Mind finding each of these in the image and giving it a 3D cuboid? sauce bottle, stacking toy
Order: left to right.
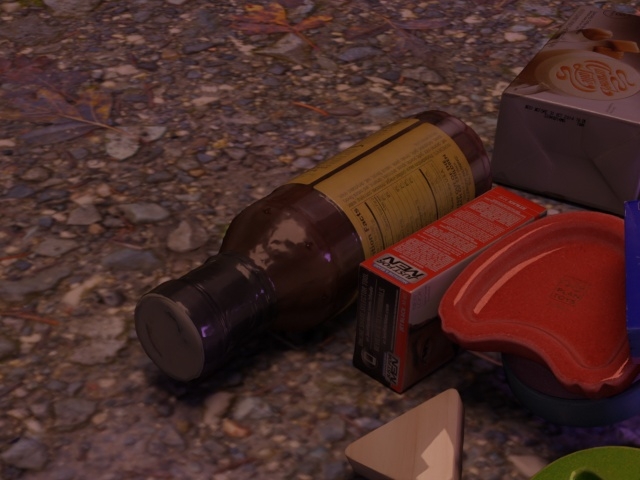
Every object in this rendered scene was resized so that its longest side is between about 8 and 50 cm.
[{"bbox_3d":[0.000,0.000,0.994,0.111,0.111,0.344,27,39,32],"label":"sauce bottle"},{"bbox_3d":[0.199,0.141,0.842,0.279,0.130,0.309,-43,47,-17],"label":"stacking toy"}]

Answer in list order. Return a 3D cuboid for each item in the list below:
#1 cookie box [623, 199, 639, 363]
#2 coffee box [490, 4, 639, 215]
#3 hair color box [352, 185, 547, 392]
[{"bbox_3d":[0.240,0.022,0.811,0.092,0.040,0.107,-6,48,19],"label":"cookie box"},{"bbox_3d":[0.275,-0.133,1.239,0.141,0.098,0.246,18,35,21],"label":"coffee box"},{"bbox_3d":[0.099,0.034,0.965,0.053,0.093,0.167,29,41,35],"label":"hair color box"}]
